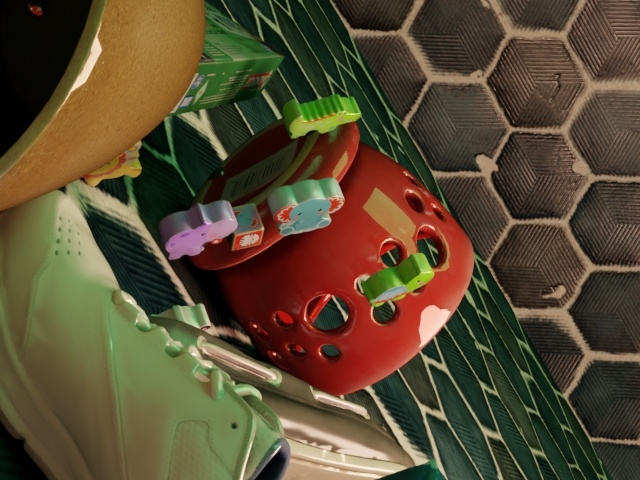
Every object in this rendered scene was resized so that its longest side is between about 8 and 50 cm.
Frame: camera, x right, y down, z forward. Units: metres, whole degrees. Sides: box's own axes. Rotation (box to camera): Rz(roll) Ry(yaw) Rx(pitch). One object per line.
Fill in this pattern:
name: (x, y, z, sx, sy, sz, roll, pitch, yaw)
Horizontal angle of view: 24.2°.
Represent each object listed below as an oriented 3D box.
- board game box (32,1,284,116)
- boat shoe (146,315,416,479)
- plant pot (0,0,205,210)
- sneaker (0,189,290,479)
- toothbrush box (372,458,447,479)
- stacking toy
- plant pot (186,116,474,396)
board game box: (-0.153, -0.174, 1.091, 0.213, 0.046, 0.317, 34, 12, 4)
boat shoe: (-0.026, 0.125, 0.974, 0.335, 0.112, 0.095, 32, 35, -59)
plant pot: (-0.151, -0.116, 0.682, 0.237, 0.237, 0.254, 62, 14, 7)
sneaker: (-0.084, 0.096, 0.759, 0.297, 0.129, 0.111, 64, 14, 21)
toothbrush box: (-0.055, 0.210, 0.262, 0.126, 0.216, 0.295, 54, 29, -27)
stacking toy: (-0.046, -0.019, 1.031, 0.052, 0.221, 0.167, 108, -36, -57)
plant pot: (0.000, 0.000, 1.189, 0.174, 0.191, 0.191, 50, 15, -23)
